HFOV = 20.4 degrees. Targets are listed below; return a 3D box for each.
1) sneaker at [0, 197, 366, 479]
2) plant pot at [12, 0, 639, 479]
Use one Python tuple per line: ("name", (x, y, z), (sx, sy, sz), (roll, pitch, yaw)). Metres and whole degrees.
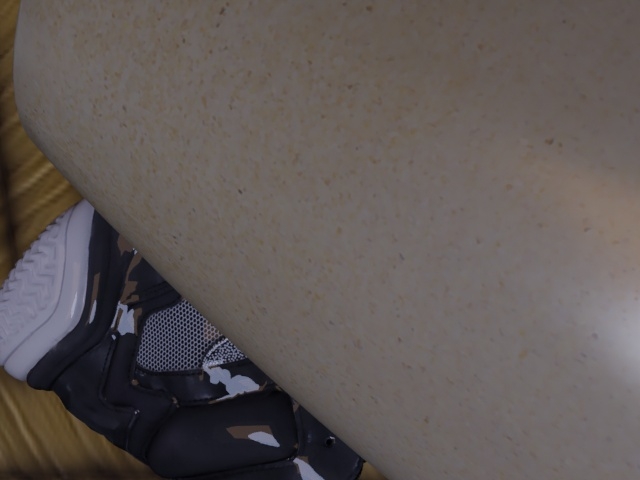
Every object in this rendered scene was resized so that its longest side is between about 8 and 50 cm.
("sneaker", (0.000, 0.000, 0.665), (0.153, 0.101, 0.268), (47, 117, 6))
("plant pot", (0.063, -0.028, 0.494), (0.274, 0.256, 0.256), (24, 112, 13))
